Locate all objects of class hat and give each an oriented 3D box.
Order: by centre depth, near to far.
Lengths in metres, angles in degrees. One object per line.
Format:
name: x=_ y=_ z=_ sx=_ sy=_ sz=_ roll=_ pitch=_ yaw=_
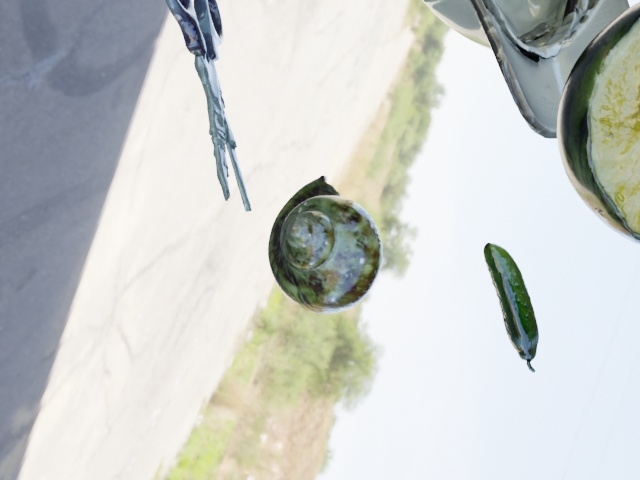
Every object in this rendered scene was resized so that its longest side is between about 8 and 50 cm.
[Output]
hat: x=0.244 y=-0.257 z=1.116 sx=0.168 sy=0.257 sz=0.301 roll=135 pitch=-55 yaw=-64

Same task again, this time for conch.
conch: x=-0.003 y=0.000 z=1.140 sx=0.181 sy=0.124 sz=0.187 roll=110 pitch=-35 yaw=-62

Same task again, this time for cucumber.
cucumber: x=0.326 y=0.110 z=1.546 sx=0.056 sy=0.056 sz=0.250 roll=-67 pitch=140 yaw=-65

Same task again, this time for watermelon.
watermelon: x=0.293 y=-0.112 z=0.800 sx=0.232 sy=0.204 sz=0.127 roll=-62 pitch=-156 yaw=-1

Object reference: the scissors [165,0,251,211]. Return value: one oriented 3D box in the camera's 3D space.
scissors: x=-0.163 y=-0.230 z=1.392 sx=0.256 sy=0.029 sz=0.383 roll=10 pitch=65 yaw=-78
